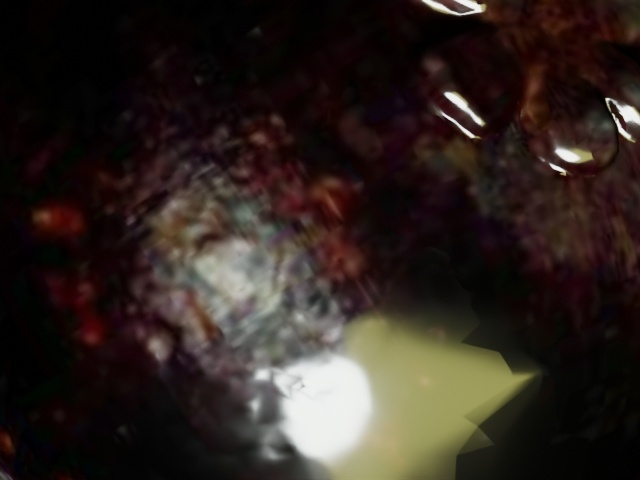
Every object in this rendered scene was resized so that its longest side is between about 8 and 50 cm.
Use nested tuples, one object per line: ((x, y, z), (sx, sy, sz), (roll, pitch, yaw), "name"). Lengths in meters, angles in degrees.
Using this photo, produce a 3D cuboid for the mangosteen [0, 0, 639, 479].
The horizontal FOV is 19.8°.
((0.005, -0.013, 0.610), (0.297, 0.313, 0.297), (-2, 97, -17), "mangosteen")
